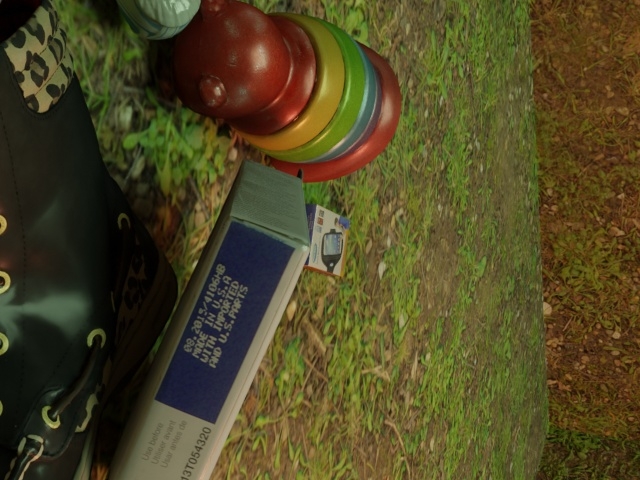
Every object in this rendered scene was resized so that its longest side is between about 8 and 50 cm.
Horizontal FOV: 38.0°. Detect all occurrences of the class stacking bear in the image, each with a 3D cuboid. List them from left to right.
[{"bbox_3d":[-0.044,-0.161,0.947,0.289,0.164,0.176,8,87,-62],"label":"stacking bear"}]

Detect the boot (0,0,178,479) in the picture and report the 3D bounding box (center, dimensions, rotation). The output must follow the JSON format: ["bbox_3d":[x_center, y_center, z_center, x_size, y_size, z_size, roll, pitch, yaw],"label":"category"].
[{"bbox_3d":[-0.222,0.032,0.583,0.377,0.138,0.284,-63,150,-48],"label":"boot"}]

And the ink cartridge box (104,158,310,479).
[{"bbox_3d":[-0.102,0.099,0.764,0.330,0.071,0.324,-103,-144,-77],"label":"ink cartridge box"}]

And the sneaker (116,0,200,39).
[{"bbox_3d":[-0.157,-0.285,0.773,0.085,0.086,0.237,-11,93,-36],"label":"sneaker"}]

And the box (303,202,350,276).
[{"bbox_3d":[0.000,0.000,1.224,0.136,0.028,0.081,22,75,-67],"label":"box"}]
